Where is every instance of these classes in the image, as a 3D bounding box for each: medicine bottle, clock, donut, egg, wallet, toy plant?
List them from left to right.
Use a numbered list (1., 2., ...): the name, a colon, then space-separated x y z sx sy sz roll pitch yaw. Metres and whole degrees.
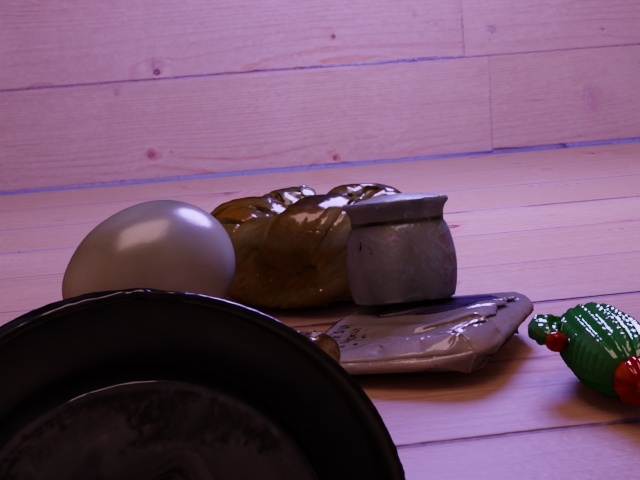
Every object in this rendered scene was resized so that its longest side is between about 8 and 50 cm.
1. clock: -0.103 0.184 0.731 0.319 0.318 0.066 -8 6 -19
2. egg: -0.234 0.044 1.764 0.254 0.188 0.189 -22 21 -39
3. donut: 0.000 0.000 1.969 0.361 0.170 0.360 -5 10 1
4. medicine bottle: 0.105 0.009 1.719 0.147 0.143 0.147 -7 2 0
5. wallet: 0.115 0.111 1.630 0.275 0.068 0.335 -1 10 23
6. toy plant: 0.337 0.129 1.429 0.155 0.088 0.240 7 12 -32

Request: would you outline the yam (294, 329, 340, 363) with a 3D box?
1. yam: -0.125 0.134 1.532 0.357 0.081 0.081 2 13 41
